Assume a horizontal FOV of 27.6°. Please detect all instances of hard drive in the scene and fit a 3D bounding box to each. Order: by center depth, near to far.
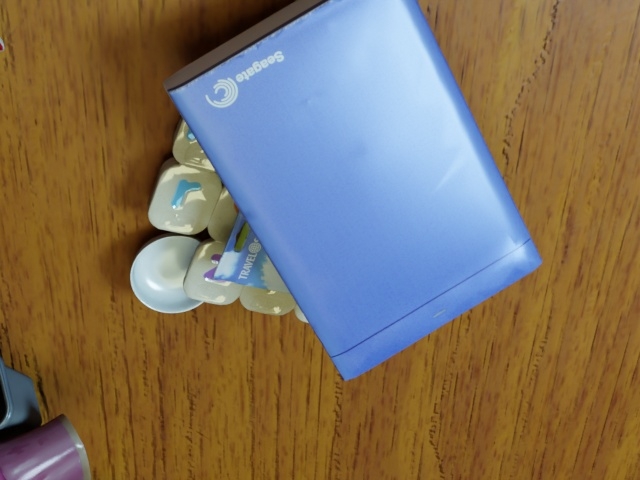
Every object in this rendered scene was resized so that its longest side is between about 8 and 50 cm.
[{"bbox_3d":[0.037,-0.054,1.110,0.210,0.040,0.318,-31,118,-1],"label":"hard drive"}]

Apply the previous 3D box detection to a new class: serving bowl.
[{"bbox_3d":[-0.138,0.026,1.228,0.083,0.027,0.083,-6,119,-11],"label":"serving bowl"}]

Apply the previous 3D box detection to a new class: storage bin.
[{"bbox_3d":[-0.348,0.165,1.288,0.135,0.098,0.091,-24,158,11],"label":"storage bin"}]

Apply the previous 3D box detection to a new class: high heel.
[{"bbox_3d":[-0.324,0.324,1.351,0.181,0.127,0.377,-26,141,-24],"label":"high heel"}]

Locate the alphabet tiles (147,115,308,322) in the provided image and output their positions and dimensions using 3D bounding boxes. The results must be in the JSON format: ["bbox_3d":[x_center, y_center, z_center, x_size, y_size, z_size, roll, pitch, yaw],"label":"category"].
[{"bbox_3d":[-0.005,-0.044,1.187,0.284,0.021,0.278,13,121,-20],"label":"alphabet tiles"}]

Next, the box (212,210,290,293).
[{"bbox_3d":[0.000,0.000,1.179,0.178,0.042,0.109,12,121,-20],"label":"box"}]

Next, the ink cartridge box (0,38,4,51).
[{"bbox_3d":[-0.400,-0.167,0.839,0.309,0.130,0.272,9,151,47],"label":"ink cartridge box"}]
